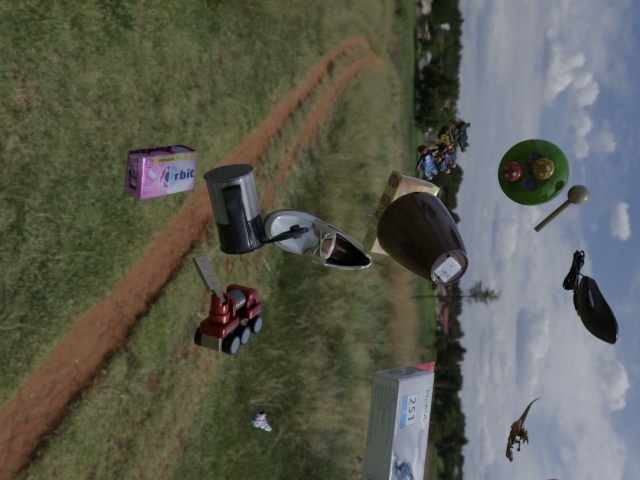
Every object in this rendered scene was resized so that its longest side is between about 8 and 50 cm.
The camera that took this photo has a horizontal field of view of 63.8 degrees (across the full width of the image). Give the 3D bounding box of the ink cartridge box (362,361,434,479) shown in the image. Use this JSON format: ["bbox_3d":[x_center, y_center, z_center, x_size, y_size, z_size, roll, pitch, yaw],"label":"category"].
[{"bbox_3d":[0.182,0.403,1.030,0.261,0.066,0.296,9,88,-51],"label":"ink cartridge box"}]

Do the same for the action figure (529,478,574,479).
[{"bbox_3d":[0.365,0.468,0.893,0.280,0.139,0.092,108,-13,-61],"label":"action figure"}]

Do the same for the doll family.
[{"bbox_3d":[0.326,-0.248,1.374,0.193,0.076,0.111,-54,146,-17],"label":"doll family"}]

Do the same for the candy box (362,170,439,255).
[{"bbox_3d":[0.309,-0.094,1.998,0.317,0.182,0.087,-68,-151,18],"label":"candy box"}]

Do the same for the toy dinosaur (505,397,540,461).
[{"bbox_3d":[0.597,0.558,1.545,0.212,0.064,0.112,-61,165,-4],"label":"toy dinosaur"}]

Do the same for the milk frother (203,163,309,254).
[{"bbox_3d":[-0.105,-0.055,0.858,0.129,0.143,0.135,35,-41,54],"label":"milk frother"}]

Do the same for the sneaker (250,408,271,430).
[{"bbox_3d":[-0.201,0.634,1.825,0.098,0.038,0.069,41,60,-43],"label":"sneaker"}]

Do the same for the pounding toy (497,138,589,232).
[{"bbox_3d":[0.569,-0.162,1.359,0.110,0.183,0.237,-3,58,-58],"label":"pounding toy"}]

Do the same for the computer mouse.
[{"bbox_3d":[0.694,0.173,1.359,0.184,0.060,0.262,71,12,-52],"label":"computer mouse"}]

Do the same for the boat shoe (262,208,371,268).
[{"bbox_3d":[0.000,0.000,1.276,0.103,0.302,0.113,24,-84,58],"label":"boat shoe"}]

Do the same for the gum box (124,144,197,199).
[{"bbox_3d":[-0.405,-0.176,1.301,0.188,0.062,0.107,-24,133,-55],"label":"gum box"}]

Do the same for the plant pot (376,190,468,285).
[{"bbox_3d":[0.293,0.014,1.383,0.230,0.215,0.215,-118,-164,-55],"label":"plant pot"}]

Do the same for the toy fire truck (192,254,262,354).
[{"bbox_3d":[-0.270,0.164,1.459,0.217,0.158,0.246,-35,134,-65],"label":"toy fire truck"}]
